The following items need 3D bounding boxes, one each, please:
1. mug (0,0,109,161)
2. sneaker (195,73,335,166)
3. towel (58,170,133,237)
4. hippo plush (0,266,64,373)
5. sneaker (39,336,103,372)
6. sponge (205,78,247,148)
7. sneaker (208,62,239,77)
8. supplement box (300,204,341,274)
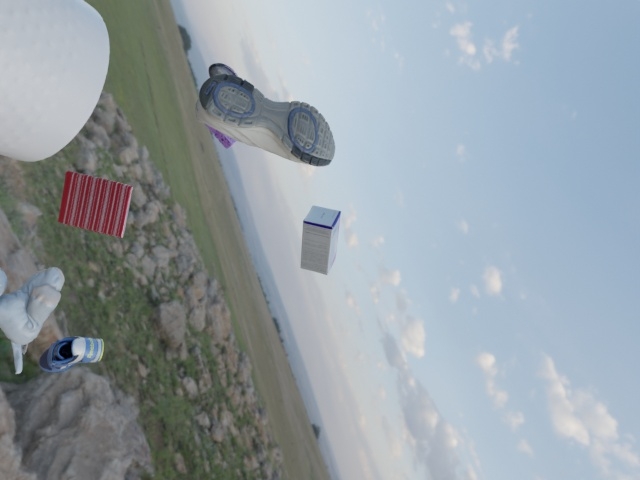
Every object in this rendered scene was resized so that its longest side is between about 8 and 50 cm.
[{"bbox_3d":[-0.480,-0.323,0.664,0.276,0.374,0.328,43,10,27],"label":"mug"},{"bbox_3d":[-0.104,-0.225,0.990,0.129,0.297,0.110,-3,-113,61],"label":"sneaker"},{"bbox_3d":[-0.823,-0.133,1.844,0.031,0.275,0.198,-18,121,-78],"label":"towel"},{"bbox_3d":[-0.916,0.174,1.465,0.237,0.294,0.234,27,9,-31],"label":"hippo plush"},{"bbox_3d":[-0.445,0.194,0.877,0.059,0.144,0.053,28,48,-58],"label":"sneaker"},{"bbox_3d":[-0.220,-0.334,1.324,0.117,0.031,0.210,50,43,-14],"label":"sponge"},{"bbox_3d":[-0.278,-0.449,1.588,0.223,0.083,0.098,56,22,-53],"label":"sneaker"},{"bbox_3d":[0.000,0.000,1.829,0.111,0.114,0.219,-62,160,-51],"label":"supplement box"}]
